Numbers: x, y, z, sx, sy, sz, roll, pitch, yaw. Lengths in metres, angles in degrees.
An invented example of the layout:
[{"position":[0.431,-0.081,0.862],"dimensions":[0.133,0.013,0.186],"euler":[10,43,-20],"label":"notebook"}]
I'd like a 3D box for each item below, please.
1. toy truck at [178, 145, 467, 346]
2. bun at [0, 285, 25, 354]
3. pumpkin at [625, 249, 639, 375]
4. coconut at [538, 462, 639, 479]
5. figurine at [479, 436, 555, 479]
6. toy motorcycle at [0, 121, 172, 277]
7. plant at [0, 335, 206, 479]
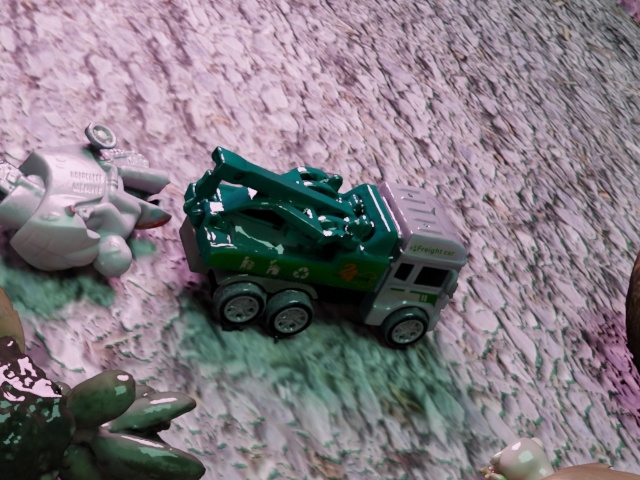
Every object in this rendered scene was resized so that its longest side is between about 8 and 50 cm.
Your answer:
[{"position":[-0.002,0.006,1.417],"dimensions":[0.363,0.178,0.176],"euler":[13,36,-29],"label":"toy truck"},{"position":[-0.352,0.066,1.109],"dimensions":[0.173,0.113,0.167],"euler":[39,33,16],"label":"bun"},{"position":[0.632,0.120,1.600],"dimensions":[0.454,0.344,0.454],"euler":[16,33,-11],"label":"pumpkin"},{"position":[0.263,0.317,1.180],"dimensions":[0.224,0.224,0.224],"euler":[21,34,-14],"label":"coconut"},{"position":[0.243,0.298,1.321],"dimensions":[0.098,0.081,0.146],"euler":[-33,64,-6],"label":"figurine"},{"position":[-0.264,-0.032,1.338],"dimensions":[0.260,0.110,0.171],"euler":[-12,67,-55],"label":"toy motorcycle"},{"position":[-0.236,0.163,1.040],"dimensions":[0.275,0.149,0.146],"euler":[6,40,-37],"label":"plant"}]
